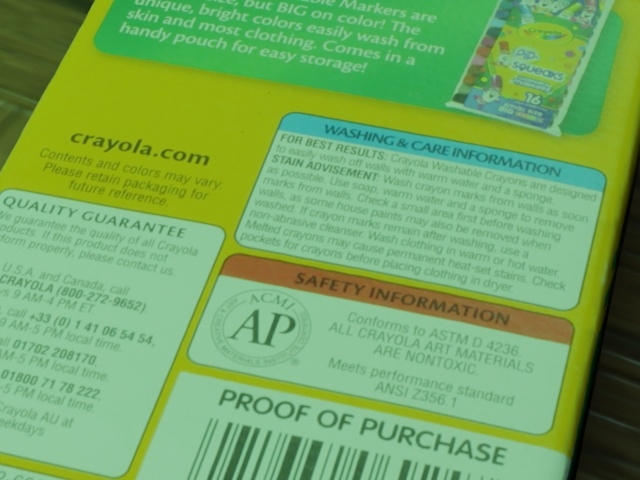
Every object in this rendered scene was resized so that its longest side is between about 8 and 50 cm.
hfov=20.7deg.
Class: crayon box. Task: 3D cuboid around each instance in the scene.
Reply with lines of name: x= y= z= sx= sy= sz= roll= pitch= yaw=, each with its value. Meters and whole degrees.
crayon box: x=0.000 y=0.000 z=0.601 sx=0.203 sy=0.083 sz=0.323 roll=11 pitch=50 yaw=11
